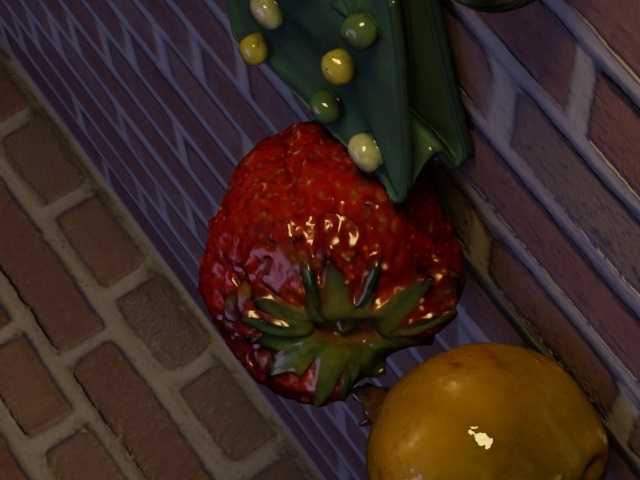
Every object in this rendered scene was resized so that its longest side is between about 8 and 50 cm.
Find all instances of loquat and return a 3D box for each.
[{"bbox_3d":[0.132,0.187,1.611,0.246,0.213,0.213,24,150,31],"label":"loquat"}]

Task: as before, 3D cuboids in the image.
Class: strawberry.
[{"bbox_3d":[0.000,0.000,1.671,0.288,0.250,0.238,-99,-16,-49],"label":"strawberry"}]

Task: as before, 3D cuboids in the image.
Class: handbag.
[{"bbox_3d":[0.004,-0.188,1.489,0.269,0.100,0.274,50,165,32],"label":"handbag"}]

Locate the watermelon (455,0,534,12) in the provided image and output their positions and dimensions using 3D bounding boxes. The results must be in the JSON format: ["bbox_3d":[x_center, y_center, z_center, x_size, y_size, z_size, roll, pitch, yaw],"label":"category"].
[{"bbox_3d":[0.105,-0.194,1.117,0.109,0.109,0.109,53,166,19],"label":"watermelon"}]
